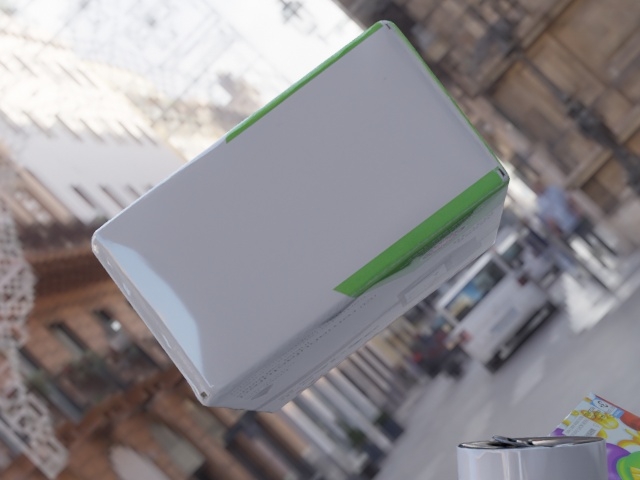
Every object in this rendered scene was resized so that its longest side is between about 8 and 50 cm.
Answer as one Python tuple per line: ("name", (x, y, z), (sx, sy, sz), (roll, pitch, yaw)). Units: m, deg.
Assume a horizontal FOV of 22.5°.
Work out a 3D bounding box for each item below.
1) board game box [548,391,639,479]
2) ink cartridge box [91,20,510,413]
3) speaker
("board game box", (0.289, 0.258, 1.257), (0.144, 0.275, 0.142), (-27, -39, -62))
("ink cartridge box", (0.000, 0.000, 0.954), (0.198, 0.114, 0.273), (-37, -9, 0))
("speaker", (0.079, 0.137, 0.571), (0.055, 0.136, 0.055), (-4, -4, 0))
